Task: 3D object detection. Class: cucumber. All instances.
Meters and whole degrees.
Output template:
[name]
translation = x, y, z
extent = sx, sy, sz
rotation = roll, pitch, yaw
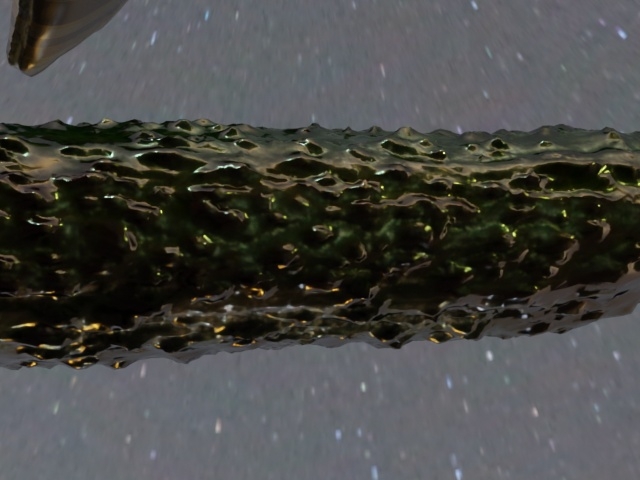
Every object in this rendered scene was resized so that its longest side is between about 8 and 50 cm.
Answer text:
[cucumber]
translation = 0.000, 0.000, 0.683
extent = 0.359, 0.096, 0.096
rotation = 0, -71, -22

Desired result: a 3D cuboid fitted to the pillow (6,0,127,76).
[pillow]
translation = -0.070, -0.202, 0.867
extent = 0.052, 0.208, 0.212
rotation = 33, -41, 13
